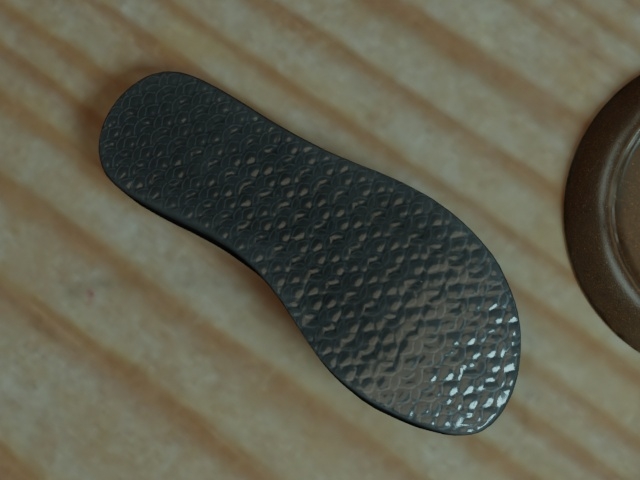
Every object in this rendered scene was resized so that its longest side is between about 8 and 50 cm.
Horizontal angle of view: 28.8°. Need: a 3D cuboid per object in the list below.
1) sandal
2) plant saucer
[{"bbox_3d":[0.000,-0.001,0.632,0.254,0.054,0.097,39,86,19],"label":"sandal"},{"bbox_3d":[0.204,-0.015,0.606,0.168,0.029,0.168,-1,86,10],"label":"plant saucer"}]
